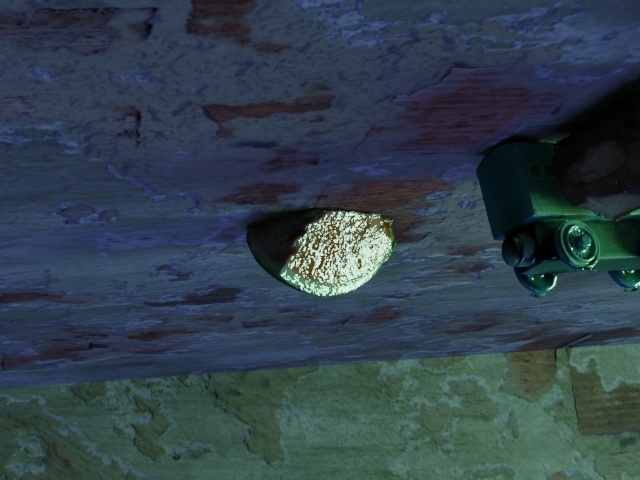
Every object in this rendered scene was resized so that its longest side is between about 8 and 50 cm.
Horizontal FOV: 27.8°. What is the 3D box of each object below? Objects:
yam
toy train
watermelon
[{"bbox_3d":[0.390,-0.105,1.551,0.129,0.128,0.238,-18,175,-26],"label":"yam"},{"bbox_3d":[0.357,-0.034,1.709,0.298,0.194,0.120,-1,158,-30],"label":"toy train"},{"bbox_3d":[-0.011,0.016,1.960,0.231,0.128,0.146,3,-179,-39],"label":"watermelon"}]
